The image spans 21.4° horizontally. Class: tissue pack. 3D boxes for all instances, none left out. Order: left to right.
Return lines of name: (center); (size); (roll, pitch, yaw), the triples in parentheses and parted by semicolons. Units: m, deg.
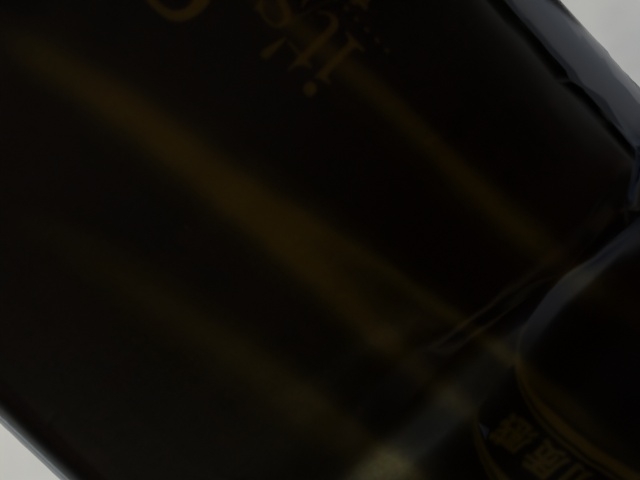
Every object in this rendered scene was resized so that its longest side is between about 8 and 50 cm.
tissue pack: (0.000, 0.000, 0.524); (0.198, 0.370, 0.210); (-45, -170, -4)
